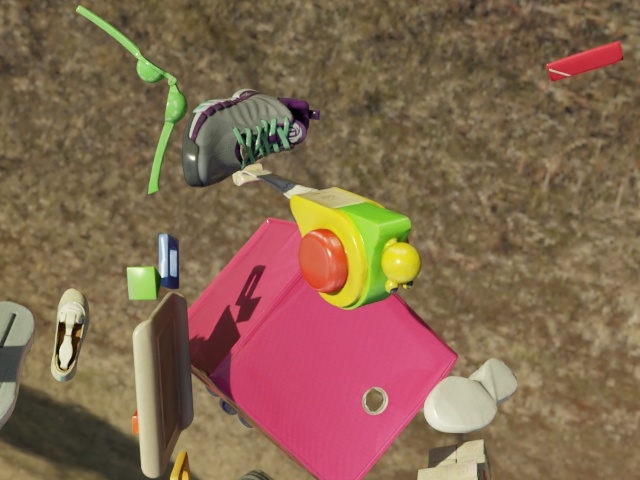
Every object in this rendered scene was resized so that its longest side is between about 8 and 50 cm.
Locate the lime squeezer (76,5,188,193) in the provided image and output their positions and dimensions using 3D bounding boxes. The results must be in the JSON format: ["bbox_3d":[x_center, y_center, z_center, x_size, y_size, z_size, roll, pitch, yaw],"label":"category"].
[{"bbox_3d":[-0.275,-0.238,1.751,0.109,0.311,0.059,-17,-168,16],"label":"lime squeezer"}]

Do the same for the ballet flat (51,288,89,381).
[{"bbox_3d":[-0.428,0.158,1.905,0.057,0.168,0.052,5,160,-10],"label":"ballet flat"}]

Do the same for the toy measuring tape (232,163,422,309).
[{"bbox_3d":[0.000,0.000,1.242,0.121,0.121,0.330,35,173,-38],"label":"toy measuring tape"}]

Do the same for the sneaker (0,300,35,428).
[{"bbox_3d":[-0.410,0.184,1.352,0.094,0.258,0.091,22,122,-5],"label":"sneaker"}]

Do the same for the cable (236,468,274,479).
[{"bbox_3d":[-0.037,0.425,1.373,0.072,0.287,0.139,-11,160,-48],"label":"cable"}]

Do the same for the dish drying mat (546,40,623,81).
[{"bbox_3d":[0.296,-0.200,1.244,0.083,0.008,0.032,-15,143,15],"label":"dish drying mat"}]

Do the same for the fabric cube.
[{"bbox_3d":[-0.020,0.149,1.529,0.258,0.254,0.259,46,168,-20],"label":"fabric cube"}]

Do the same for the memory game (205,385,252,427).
[{"bbox_3d":[-0.113,0.224,1.739,0.186,0.012,0.186,18,127,25],"label":"memory game"}]

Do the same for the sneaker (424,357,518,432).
[{"bbox_3d":[0.187,0.226,1.475,0.094,0.080,0.212,-46,162,30],"label":"sneaker"}]

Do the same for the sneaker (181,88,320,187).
[{"bbox_3d":[-0.073,-0.118,1.202,0.098,0.224,0.083,3,115,17],"label":"sneaker"}]

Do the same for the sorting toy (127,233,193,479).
[{"bbox_3d":[-0.195,0.167,1.316,0.047,0.348,0.196,-2,-172,5],"label":"sorting toy"}]

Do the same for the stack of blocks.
[{"bbox_3d":[0.197,0.396,1.550,0.087,0.297,0.171,-12,108,13],"label":"stack of blocks"}]
